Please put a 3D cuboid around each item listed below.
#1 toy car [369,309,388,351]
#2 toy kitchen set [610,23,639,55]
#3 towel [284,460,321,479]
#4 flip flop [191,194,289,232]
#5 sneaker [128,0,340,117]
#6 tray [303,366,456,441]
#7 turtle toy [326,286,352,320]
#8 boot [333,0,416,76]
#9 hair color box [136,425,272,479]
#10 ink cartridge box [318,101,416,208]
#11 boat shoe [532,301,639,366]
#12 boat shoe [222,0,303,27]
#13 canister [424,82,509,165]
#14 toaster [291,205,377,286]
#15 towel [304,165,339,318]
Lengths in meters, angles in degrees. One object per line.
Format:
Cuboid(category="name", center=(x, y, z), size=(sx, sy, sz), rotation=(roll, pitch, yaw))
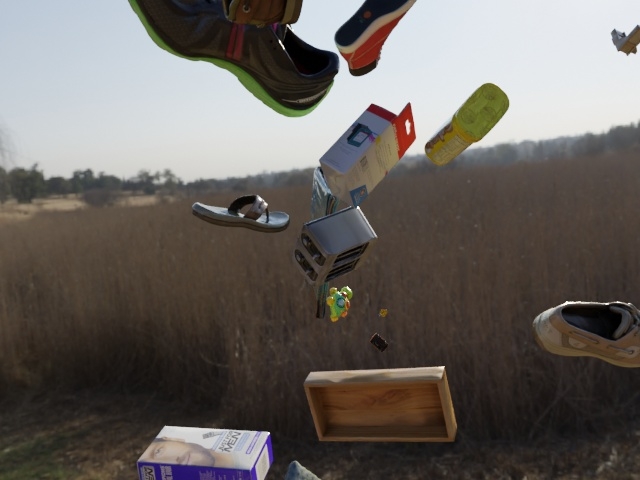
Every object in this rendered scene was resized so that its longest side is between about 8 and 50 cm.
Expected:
Cuboid(category="toy car", center=(0.186, 0.269, 1.841), size=(0.060, 0.122, 0.040), rotation=(24, -3, -16))
Cuboid(category="toy kitchen set", center=(0.782, -0.509, 1.529), size=(0.068, 0.083, 0.075), rotation=(17, -41, -14))
Cuboid(category="towel", center=(0.005, 0.647, 1.195), size=(0.056, 0.324, 0.312), rotation=(-27, 29, 28))
Cuboid(category="flip flop", center=(-0.178, -0.072, 1.454), size=(0.277, 0.080, 0.112), rotation=(8, 8, -44))
Cuboid(category="sneaker", center=(-0.159, -0.432, 1.232), size=(0.482, 0.185, 0.202), rotation=(21, -39, -35))
Cuboid(category="tray", center=(0.171, 0.478, 1.787), size=(0.410, 0.203, 0.076), rotation=(-8, 18, 22))
Cuboid(category="turtle toy", center=(0.067, 0.205, 2.059), size=(0.066, 0.095, 0.130), rotation=(-3, 33, 18))
Cuboid(category="boot", center=(0.153, -0.520, 1.521), size=(0.244, 0.088, 0.176), rotation=(-40, -23, 4))
Cuboid(category="hair color box", center=(-0.325, 0.632, 1.759), size=(0.338, 0.110, 0.185), rotation=(-2, 15, 13))
Cuboid(category="ink cartridge box", center=(0.110, -0.202, 1.360), size=(0.078, 0.231, 0.134), rotation=(33, -18, 29))
Cuboid(category="boat shoe", center=(0.630, 0.193, 1.303), size=(0.340, 0.122, 0.110), rotation=(3, -32, -13))
Cuboid(category="boat shoe", center=(-0.068, -0.407, 0.757), size=(0.104, 0.307, 0.111), rotation=(-11, 46, -20))
Cuboid(category="canister", center=(0.288, -0.228, 1.235), size=(0.126, 0.073, 0.170), rotation=(-47, 1, -18))
Cuboid(category="toaster", center=(0.036, 0.012, 1.501), size=(0.185, 0.110, 0.168), rotation=(-22, -23, -28))
Cuboid(category="towel", center=(0.000, 0.000, 1.745), size=(0.040, 0.371, 0.271), rotation=(2, 23, -9))
